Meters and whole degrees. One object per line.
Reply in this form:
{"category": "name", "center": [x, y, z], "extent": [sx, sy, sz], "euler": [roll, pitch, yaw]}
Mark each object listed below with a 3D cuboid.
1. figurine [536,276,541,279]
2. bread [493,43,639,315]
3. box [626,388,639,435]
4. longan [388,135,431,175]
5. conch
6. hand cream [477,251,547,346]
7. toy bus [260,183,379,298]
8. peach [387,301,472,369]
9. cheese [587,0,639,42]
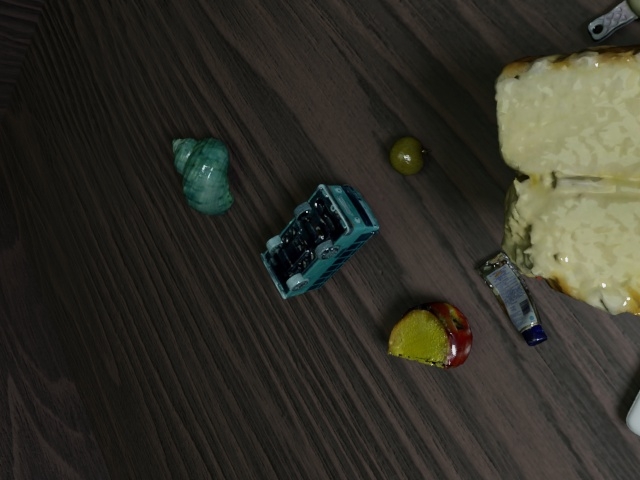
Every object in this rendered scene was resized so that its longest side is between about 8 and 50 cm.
{"category": "figurine", "center": [0.369, 0.011, 0.910], "extent": [0.059, 0.047, 0.106], "euler": [25, 108, -8]}
{"category": "bread", "center": [0.434, -0.086, 0.635], "extent": [0.371, 0.390, 0.280], "euler": [9, 107, 38]}
{"category": "box", "center": [0.552, 0.178, 0.763], "extent": [0.142, 0.044, 0.285], "euler": [28, 110, 34]}
{"category": "longan", "center": [0.172, -0.163, 1.054], "extent": [0.083, 0.075, 0.075], "euler": [-9, 87, -1]}
{"category": "conch", "center": [-0.307, -0.177, 1.416], "extent": [0.196, 0.134, 0.202], "euler": [-38, 70, 34]}
{"category": "hand cream", "center": [0.336, 0.104, 0.952], "extent": [0.062, 0.039, 0.163], "euler": [-42, 61, 37]}
{"category": "toy bus", "center": [0.000, 0.000, 1.157], "extent": [0.256, 0.147, 0.128], "euler": [-47, 65, 38]}
{"category": "peach", "center": [0.209, 0.183, 1.028], "extent": [0.172, 0.092, 0.127], "euler": [-38, 64, 48]}
{"category": "cheese", "center": [0.475, -0.347, 0.788], "extent": [0.092, 0.047, 0.171], "euler": [54, 124, 27]}
